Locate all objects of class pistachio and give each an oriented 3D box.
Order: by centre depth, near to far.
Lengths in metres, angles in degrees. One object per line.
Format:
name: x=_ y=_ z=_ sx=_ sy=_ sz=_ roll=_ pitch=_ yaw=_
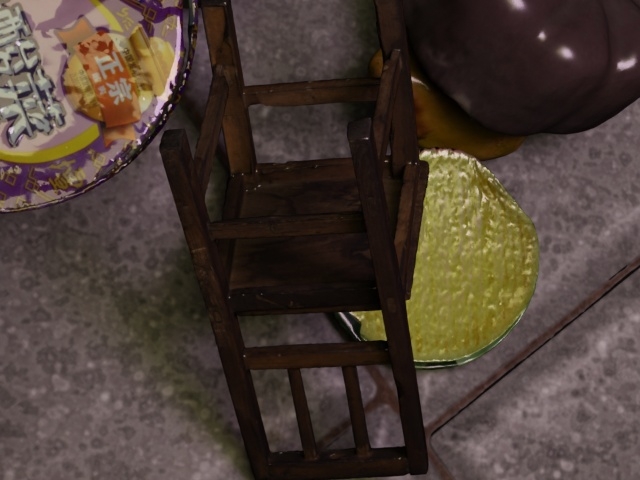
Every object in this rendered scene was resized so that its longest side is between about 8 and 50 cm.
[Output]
pistachio: x=0.124 y=-0.147 z=1.558 sx=0.189 sy=0.100 sz=0.110 roll=18 pitch=61 yaw=-22

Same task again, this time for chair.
chair: x=0.000 y=0.000 z=1.438 sx=0.203 sy=0.416 sz=0.241 roll=-4 pitch=41 yaw=9

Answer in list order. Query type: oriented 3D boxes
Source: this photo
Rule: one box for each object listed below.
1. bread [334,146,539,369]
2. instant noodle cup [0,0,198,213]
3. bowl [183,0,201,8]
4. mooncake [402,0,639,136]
bread: x=0.113 y=0.020 z=1.551 sx=0.228 sy=0.033 sz=0.228 roll=-1 pitch=94 yaw=-9
instant noodle cup: x=-0.289 y=-0.170 z=1.335 sx=0.339 sy=0.266 sz=0.340 roll=1 pitch=83 yaw=-12
bowl: x=-0.136 y=-0.312 z=1.475 sx=0.211 sy=0.112 sz=0.211 roll=8 pitch=68 yaw=-20
mooncake: x=0.227 y=-0.245 z=1.519 sx=0.306 sy=0.154 sz=0.306 roll=15 pitch=60 yaw=-27
